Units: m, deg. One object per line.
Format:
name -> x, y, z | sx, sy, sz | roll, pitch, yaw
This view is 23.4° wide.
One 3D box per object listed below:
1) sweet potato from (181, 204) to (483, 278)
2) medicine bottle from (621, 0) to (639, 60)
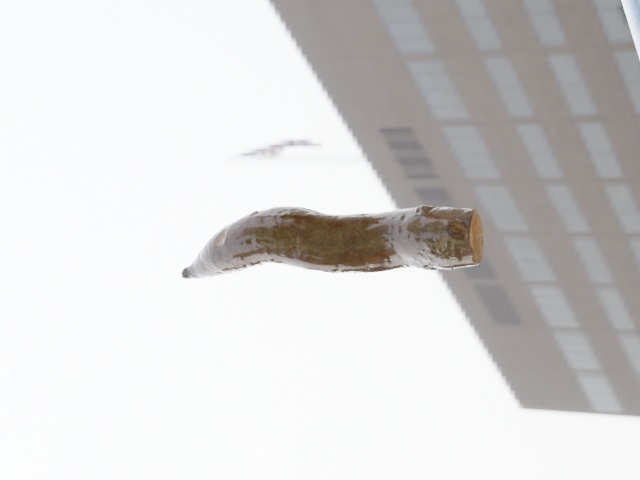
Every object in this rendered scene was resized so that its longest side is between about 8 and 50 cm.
sweet potato -> 0.000, 0.000, 1.320 | 0.067, 0.281, 0.059 | 37, -125, -66
medicine bottle -> 0.220, -0.104, 0.855 | 0.083, 0.083, 0.203 | -18, -91, -60
